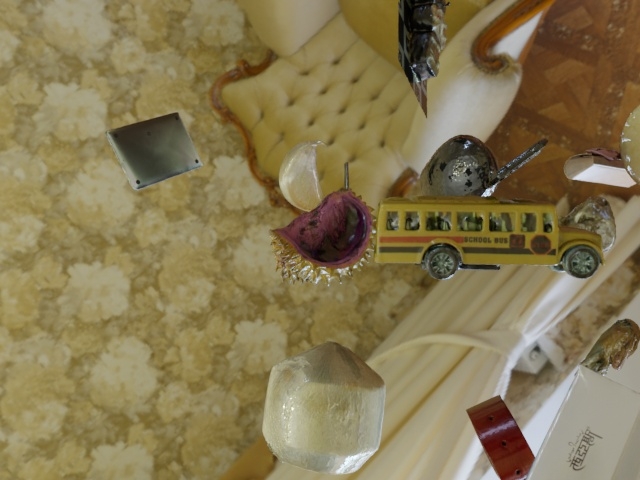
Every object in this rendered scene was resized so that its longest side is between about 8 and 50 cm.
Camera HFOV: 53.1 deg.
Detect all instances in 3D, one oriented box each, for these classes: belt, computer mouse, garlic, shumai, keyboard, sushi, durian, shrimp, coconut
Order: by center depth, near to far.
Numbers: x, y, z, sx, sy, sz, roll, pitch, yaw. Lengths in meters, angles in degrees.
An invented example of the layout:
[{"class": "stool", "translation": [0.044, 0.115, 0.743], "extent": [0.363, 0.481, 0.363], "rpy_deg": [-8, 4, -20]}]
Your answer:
[{"class": "keyboard", "translation": [0.312, -0.119, 1.047], "extent": [0.016, 0.106, 0.262], "rpy_deg": [55, -169, 5]}, {"class": "durian", "translation": [0.006, 0.013, 1.196], "extent": [0.154, 0.260, 0.186], "rpy_deg": [48, 143, 2]}, {"class": "coconut", "translation": [0.005, 0.327, 1.293], "extent": [0.244, 0.247, 0.245], "rpy_deg": [7, 172, 1]}, {"class": "shrimp", "translation": [0.604, 0.280, 1.408], "extent": [0.066, 0.117, 0.262], "rpy_deg": [28, 110, 11]}, {"class": "computer mouse", "translation": [0.335, -0.144, 1.630], "extent": [0.183, 0.116, 0.323], "rpy_deg": [62, 159, 14]}, {"class": "sushi", "translation": [0.289, -0.553, 1.665], "extent": [0.099, 0.373, 0.296], "rpy_deg": [-5, 158, 22]}, {"class": "shumai", "translation": [0.690, -0.029, 1.712], "extent": [0.209, 0.152, 0.162], "rpy_deg": [-92, -9, -77]}, {"class": "belt", "translation": [0.494, 0.541, 1.743], "extent": [0.227, 0.115, 0.324], "rpy_deg": [64, -175, -2]}, {"class": "garlic", "translation": [-0.050, -0.208, 2.005], "extent": [0.164, 0.145, 0.245], "rpy_deg": [14, 131, 20]}]

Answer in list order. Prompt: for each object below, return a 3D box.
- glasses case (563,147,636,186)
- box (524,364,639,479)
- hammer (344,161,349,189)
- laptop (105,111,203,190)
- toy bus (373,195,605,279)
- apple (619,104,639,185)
[{"class": "glasses case", "translation": [0.641, -0.176, 1.402], "extent": [0.102, 0.193, 0.070], "rpy_deg": [140, 131, -61]}, {"class": "box", "translation": [0.340, 0.325, 0.831], "extent": [0.116, 0.203, 0.274], "rpy_deg": [23, 153, 30]}, {"class": "hammer", "translation": [0.080, -0.166, 1.916], "extent": [0.062, 0.182, 0.017], "rpy_deg": [-25, 136, 32]}, {"class": "laptop", "translation": [-0.486, -0.270, 1.907], "extent": [0.015, 0.269, 0.188], "rpy_deg": [-20, 97, 45]}, {"class": "toy bus", "translation": [0.250, -0.007, 0.980], "extent": [0.121, 0.335, 0.123], "rpy_deg": [-53, -37, -83]}, {"class": "apple", "translation": [0.762, -0.199, 1.242], "extent": [0.163, 0.251, 0.293], "rpy_deg": [19, 138, -31]}]
